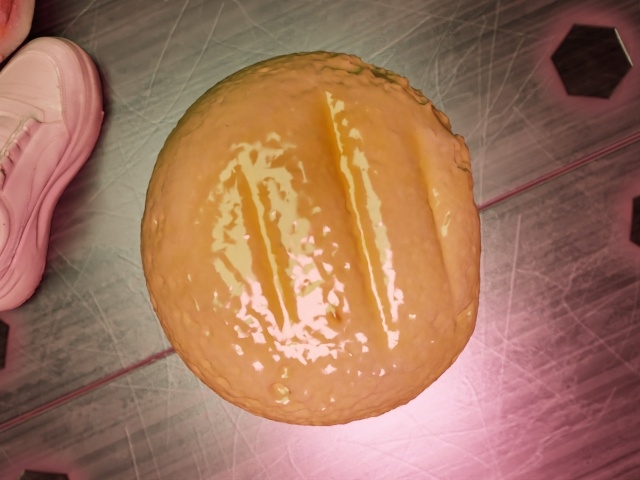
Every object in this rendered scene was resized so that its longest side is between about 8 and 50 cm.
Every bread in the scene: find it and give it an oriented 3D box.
[{"bbox_3d":[0.000,0.000,0.443,0.319,0.237,0.321,0,92,0],"label":"bread"}]

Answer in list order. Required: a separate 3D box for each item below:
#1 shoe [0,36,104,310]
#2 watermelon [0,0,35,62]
[{"bbox_3d":[-0.336,-0.073,0.489,0.124,0.159,0.317,15,91,2],"label":"shoe"},{"bbox_3d":[-0.463,-0.281,0.462,0.250,0.292,0.283,-30,91,31],"label":"watermelon"}]
